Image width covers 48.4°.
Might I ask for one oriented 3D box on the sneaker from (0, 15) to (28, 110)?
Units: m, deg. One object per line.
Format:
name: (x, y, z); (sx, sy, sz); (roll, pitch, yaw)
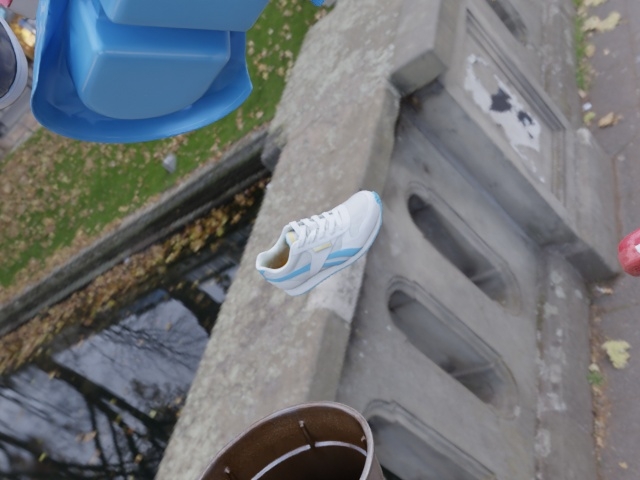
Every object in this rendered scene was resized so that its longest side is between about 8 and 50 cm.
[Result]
sneaker: (-0.331, -0.220, 0.504); (0.099, 0.282, 0.153); (-41, 9, -5)

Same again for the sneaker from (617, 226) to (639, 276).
sneaker: (0.343, -0.064, 0.630); (0.221, 0.087, 0.128); (-26, 64, 3)

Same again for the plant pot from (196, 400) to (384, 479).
plant pot: (-0.001, 0.251, 0.583); (0.166, 0.165, 0.167); (-23, 22, 10)

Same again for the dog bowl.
dog bowl: (-0.105, -0.163, 0.484); (0.297, 0.165, 0.074); (-34, 67, 55)

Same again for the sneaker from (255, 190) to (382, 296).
sneaker: (0.000, 0.000, 1.120); (0.228, 0.092, 0.087); (-40, 43, 19)

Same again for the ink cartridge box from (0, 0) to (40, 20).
ink cartridge box: (-0.379, -0.338, 0.833); (0.099, 0.135, 0.056); (-60, -11, 8)
